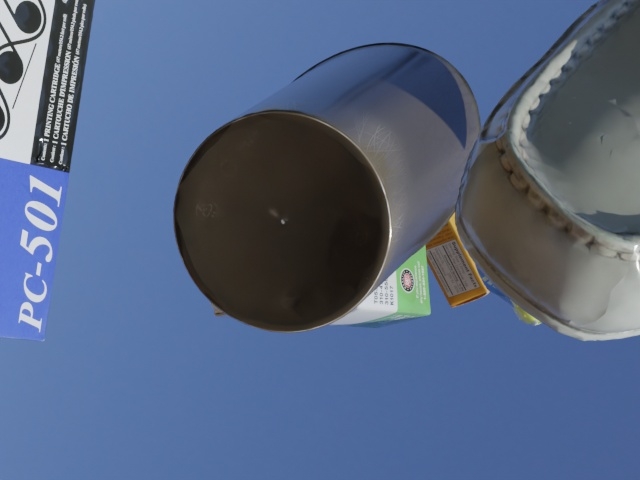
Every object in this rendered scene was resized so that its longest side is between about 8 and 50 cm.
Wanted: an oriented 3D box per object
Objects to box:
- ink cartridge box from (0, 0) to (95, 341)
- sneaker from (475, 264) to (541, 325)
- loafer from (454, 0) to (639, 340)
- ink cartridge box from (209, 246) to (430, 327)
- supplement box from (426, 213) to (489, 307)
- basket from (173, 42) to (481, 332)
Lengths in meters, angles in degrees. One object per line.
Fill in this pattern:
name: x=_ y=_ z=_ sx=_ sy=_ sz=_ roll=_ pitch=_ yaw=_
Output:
ink cartridge box: x=-0.180 y=-0.055 z=0.632 sx=0.046 sy=0.097 sz=0.207 roll=6 pitch=-94 yaw=40
sneaker: x=0.262 y=0.015 z=1.617 sx=0.126 sy=0.240 sz=0.091 roll=30 pitch=-126 yaw=25
loafer: x=0.168 y=-0.083 z=0.381 sx=0.319 sy=0.111 sz=0.112 roll=-36 pitch=-111 yaw=-28
ink cartridge box: x=0.000 y=0.000 z=1.553 sx=0.117 sy=0.278 sz=0.201 roll=-17 pitch=-109 yaw=48
supplement box: x=0.183 y=-0.023 z=1.791 sx=0.080 sy=0.233 sz=0.078 roll=-20 pitch=-168 yaw=36
basket: x=0.003 y=-0.033 z=0.776 sx=0.204 sy=0.154 sz=0.227 roll=-43 pitch=180 yaw=16
